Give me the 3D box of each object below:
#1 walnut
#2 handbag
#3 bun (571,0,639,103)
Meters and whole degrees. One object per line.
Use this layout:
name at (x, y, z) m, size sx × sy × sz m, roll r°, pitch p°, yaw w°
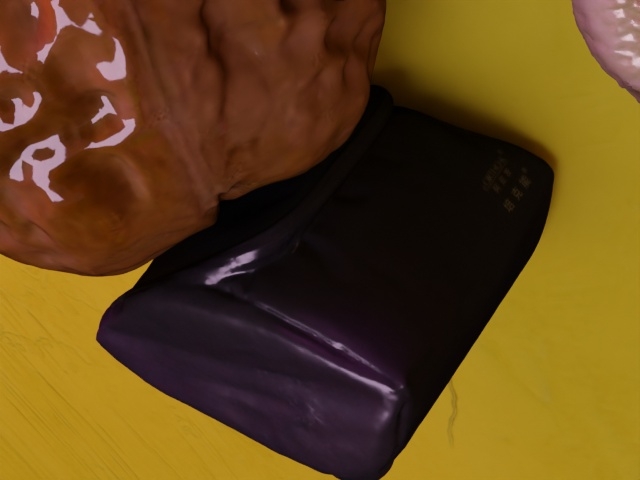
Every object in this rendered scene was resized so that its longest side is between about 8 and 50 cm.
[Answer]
walnut at (-0.143, -0.169, 1.058) m, size 0.308 × 0.354 × 0.397 m, roll 45°, pitch 158°, yaw 46°
handbag at (0.001, -0.002, 1.200) m, size 0.275 × 0.302 × 0.178 m, roll 27°, pitch 137°, yaw 13°
bun at (0.259, -0.168, 0.938) m, size 0.244 × 0.153 × 0.243 m, roll 3°, pitch 126°, yaw 4°
